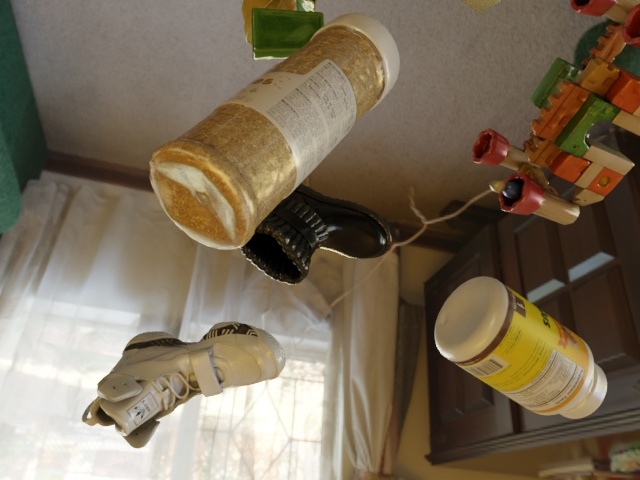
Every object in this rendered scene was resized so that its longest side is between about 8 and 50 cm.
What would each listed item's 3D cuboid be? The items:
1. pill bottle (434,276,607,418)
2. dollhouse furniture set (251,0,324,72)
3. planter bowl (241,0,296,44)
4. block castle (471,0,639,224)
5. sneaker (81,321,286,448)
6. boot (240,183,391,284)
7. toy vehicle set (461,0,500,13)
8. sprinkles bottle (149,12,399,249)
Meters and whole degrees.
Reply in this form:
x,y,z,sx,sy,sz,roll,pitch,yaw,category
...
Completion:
x,y,z,sx,sy,sz,roll,pitch,yaw,category
0.262,0.145,0.659,0.214,0.117,0.117,33,142,-16,pill bottle
-0.078,-0.522,1.154,0.151,0.302,0.197,-2,174,-5,dollhouse furniture set
-0.172,-0.708,1.546,0.090,0.217,0.217,48,141,-1,planter bowl
0.504,-0.282,1.044,0.212,0.303,0.453,17,125,-16,block castle
-0.251,0.265,0.931,0.365,0.210,0.138,-7,115,21,sneaker
-0.002,0.003,1.156,0.347,0.260,0.131,21,120,-5,boot
0.167,-0.467,0.720,0.035,0.267,0.166,-23,175,36,toy vehicle set
-0.030,-0.141,0.581,0.121,0.355,0.121,21,138,20,sprinkles bottle
